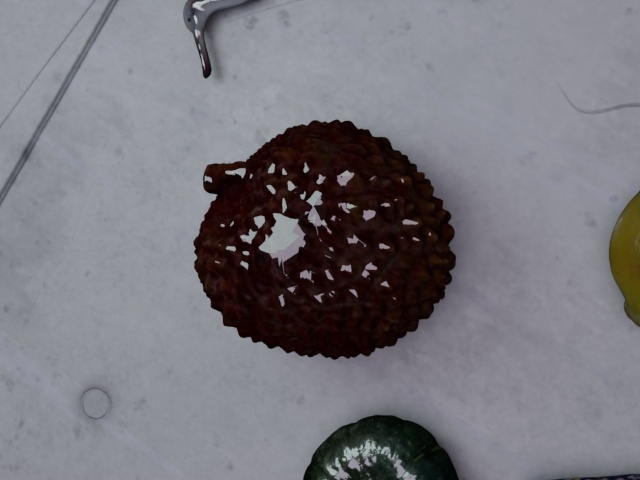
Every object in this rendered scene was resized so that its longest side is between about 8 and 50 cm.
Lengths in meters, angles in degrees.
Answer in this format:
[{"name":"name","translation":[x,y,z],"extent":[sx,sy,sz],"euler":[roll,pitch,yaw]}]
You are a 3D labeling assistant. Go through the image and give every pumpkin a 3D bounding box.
[{"name":"pumpkin","translation":[0.075,0.329,1.205],"extent":[0.212,0.152,0.211],"euler":[-8,75,29]}]

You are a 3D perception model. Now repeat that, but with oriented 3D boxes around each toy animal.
[{"name":"toy animal","translation":[-0.094,-0.399,1.288],"extent":[0.324,0.090,0.195],"euler":[-38,82,8]}]

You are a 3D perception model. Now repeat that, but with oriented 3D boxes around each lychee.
[{"name":"lychee","translation":[0.000,0.000,1.168],"extent":[0.330,0.306,0.306],"euler":[36,98,-15]}]

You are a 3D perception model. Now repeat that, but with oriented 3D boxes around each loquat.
[{"name":"loquat","translation":[0.426,0.015,1.142],"extent":[0.152,0.152,0.195],"euler":[21,102,12]}]

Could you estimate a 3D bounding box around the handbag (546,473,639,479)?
[{"name":"handbag","translation":[0.356,0.395,1.160],"extent":[0.229,0.127,0.207],"euler":[-7,87,4]}]
